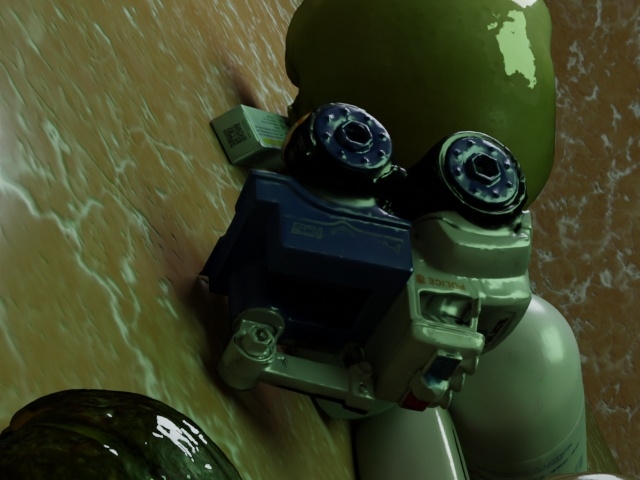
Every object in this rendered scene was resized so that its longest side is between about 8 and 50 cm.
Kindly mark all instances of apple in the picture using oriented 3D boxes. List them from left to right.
[{"bbox_3d":[0.100,-0.118,1.378,0.295,0.257,0.233,92,-9,-68],"label":"apple"}]

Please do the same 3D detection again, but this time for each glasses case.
[{"bbox_3d":[0.073,0.188,1.049,0.051,0.081,0.204,58,14,-31],"label":"glasses case"}]

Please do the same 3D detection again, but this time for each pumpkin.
[{"bbox_3d":[-0.078,0.113,0.525,0.119,0.107,0.183,56,11,-4],"label":"pumpkin"}]

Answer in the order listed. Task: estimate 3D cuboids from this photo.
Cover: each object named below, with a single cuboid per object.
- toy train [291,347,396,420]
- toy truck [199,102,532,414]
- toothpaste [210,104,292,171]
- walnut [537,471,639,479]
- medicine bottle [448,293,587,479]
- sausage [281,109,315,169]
[{"bbox_3d":[0.060,0.069,1.241,0.088,0.086,0.407,63,12,-2],"label":"toy train"},{"bbox_3d":[0.037,0.026,0.926,0.213,0.161,0.177,12,47,-17],"label":"toy truck"},{"bbox_3d":[-0.052,-0.090,1.245,0.046,0.034,0.164,63,12,5],"label":"toothpaste"},{"bbox_3d":[0.216,0.298,1.059,0.273,0.227,0.273,52,15,-20],"label":"walnut"},{"bbox_3d":[0.170,0.154,1.240,0.341,0.130,0.130,67,1,-61],"label":"medicine bottle"},{"bbox_3d":[0.045,-0.028,1.133,0.071,0.071,0.234,52,-2,-40],"label":"sausage"}]
